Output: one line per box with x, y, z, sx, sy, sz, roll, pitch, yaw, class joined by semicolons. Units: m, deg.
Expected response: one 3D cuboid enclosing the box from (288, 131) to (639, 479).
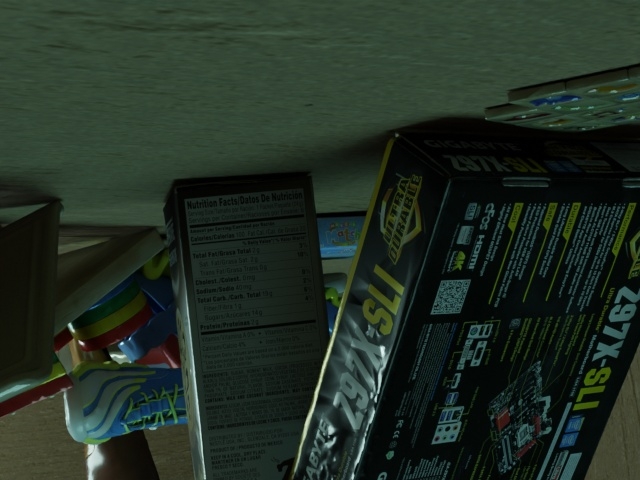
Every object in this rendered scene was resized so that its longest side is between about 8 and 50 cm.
0.129;0.080;1.026;0.257;0.322;0.079;-3;-151;-36;box

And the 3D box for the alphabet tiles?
0.233;-0.093;0.836;0.237;0.009;0.198;-8;175;37;alphabet tiles

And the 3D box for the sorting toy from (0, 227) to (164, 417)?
-0.313;0.106;1.441;0.255;0.089;0.257;-14;-161;40;sorting toy

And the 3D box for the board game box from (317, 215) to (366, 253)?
0.000;0.000;1.545;0.160;0.039;0.211;-2;177;-16;board game box

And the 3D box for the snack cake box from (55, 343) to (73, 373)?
-0.402;0.116;1.890;0.089;0.152;0.264;-2;174;-26;snack cake box

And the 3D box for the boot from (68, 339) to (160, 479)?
-0.264;0.181;1.657;0.096;0.281;0.264;-10;-159;-4;boot

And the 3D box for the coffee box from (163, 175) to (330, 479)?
-0.059;0.102;1.157;0.118;0.297;0.168;-6;176;-9;coffee box

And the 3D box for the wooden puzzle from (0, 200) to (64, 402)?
-0.303;0.085;1.092;0.220;0.044;0.239;-25;-146;12;wooden puzzle

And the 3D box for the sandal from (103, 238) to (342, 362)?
-0.114;0.091;1.588;0.317;0.138;0.126;9;171;-8;sandal

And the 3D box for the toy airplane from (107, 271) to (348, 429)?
-0.106;0.152;1.878;0.384;0.273;0.386;-4;175;-17;toy airplane

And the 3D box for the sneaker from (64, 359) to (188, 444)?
-0.195;0.169;1.489;0.126;0.091;0.240;-8;178;9;sneaker

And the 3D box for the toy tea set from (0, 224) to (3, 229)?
-0.400;0.060;1.358;0.199;0.124;0.336;-4;175;-9;toy tea set
